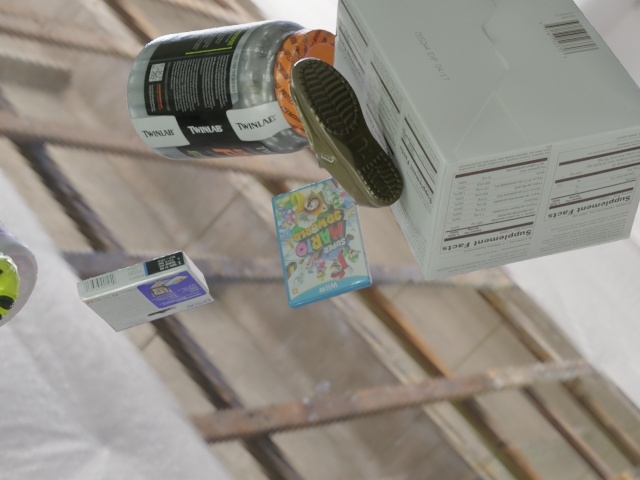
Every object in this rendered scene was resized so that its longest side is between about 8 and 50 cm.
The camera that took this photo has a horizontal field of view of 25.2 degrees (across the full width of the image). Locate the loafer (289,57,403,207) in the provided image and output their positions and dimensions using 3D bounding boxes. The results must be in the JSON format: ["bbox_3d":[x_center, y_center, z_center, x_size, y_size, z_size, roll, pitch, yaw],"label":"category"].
[{"bbox_3d":[0.014,-0.088,1.238,0.056,0.050,0.148,-25,-96,-37],"label":"loafer"}]

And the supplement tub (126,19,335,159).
[{"bbox_3d":[-0.115,-0.219,2.096,0.316,0.194,0.193,-1,163,41],"label":"supplement tub"}]

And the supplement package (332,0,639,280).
[{"bbox_3d":[0.149,-0.120,1.297,0.204,0.145,0.262,-11,-132,-15],"label":"supplement package"}]

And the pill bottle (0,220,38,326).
[{"bbox_3d":[-0.574,-0.005,2.141,0.301,0.169,0.169,39,-166,26],"label":"pill bottle"}]

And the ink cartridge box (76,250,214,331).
[{"bbox_3d":[-0.319,0.096,2.646,0.208,0.206,0.045,64,-171,-68],"label":"ink cartridge box"}]

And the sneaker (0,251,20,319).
[{"bbox_3d":[-0.497,0.100,1.741,0.123,0.295,0.109,-118,3,-70],"label":"sneaker"}]

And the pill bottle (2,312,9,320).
[{"bbox_3d":[-0.500,0.060,1.930,0.169,0.094,0.094,11,-153,-13],"label":"pill bottle"}]

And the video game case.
[{"bbox_3d":[0.000,0.000,1.948,0.015,0.119,0.166,41,-145,-61],"label":"video game case"}]
